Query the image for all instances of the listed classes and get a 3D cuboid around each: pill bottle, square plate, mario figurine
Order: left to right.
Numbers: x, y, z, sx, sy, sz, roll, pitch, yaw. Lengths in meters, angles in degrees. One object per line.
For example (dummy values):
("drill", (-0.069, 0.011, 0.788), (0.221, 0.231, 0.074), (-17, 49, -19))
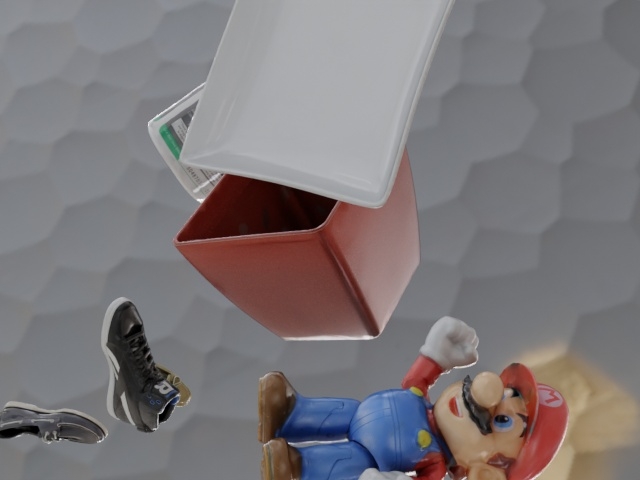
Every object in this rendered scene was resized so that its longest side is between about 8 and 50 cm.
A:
("pill bottle", (-0.148, -0.252, 2.159), (0.204, 0.361, 0.204), (55, -177, -5))
("square plate", (0.008, -0.222, 1.299), (0.347, 0.344, 0.049), (15, 173, 40))
("mario figurine", (0.098, 0.173, 1.090), (0.170, 0.320, 0.198), (129, 138, -78))

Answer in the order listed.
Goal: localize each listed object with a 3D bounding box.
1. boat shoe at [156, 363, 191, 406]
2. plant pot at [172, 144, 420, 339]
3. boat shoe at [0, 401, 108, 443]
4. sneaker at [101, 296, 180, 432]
("boat shoe", (-0.298, 0.251, 1.948), (0.153, 0.056, 0.048), (39, 157, -11))
("plant pot", (0.000, 0.000, 1.556), (0.236, 0.267, 0.267), (60, -137, -29))
("boat shoe", (-0.475, 0.337, 1.886), (0.065, 0.206, 0.075), (-67, -21, -45))
("sneaker", (-0.270, 0.198, 1.672), (0.121, 0.079, 0.217), (18, 120, 29))
